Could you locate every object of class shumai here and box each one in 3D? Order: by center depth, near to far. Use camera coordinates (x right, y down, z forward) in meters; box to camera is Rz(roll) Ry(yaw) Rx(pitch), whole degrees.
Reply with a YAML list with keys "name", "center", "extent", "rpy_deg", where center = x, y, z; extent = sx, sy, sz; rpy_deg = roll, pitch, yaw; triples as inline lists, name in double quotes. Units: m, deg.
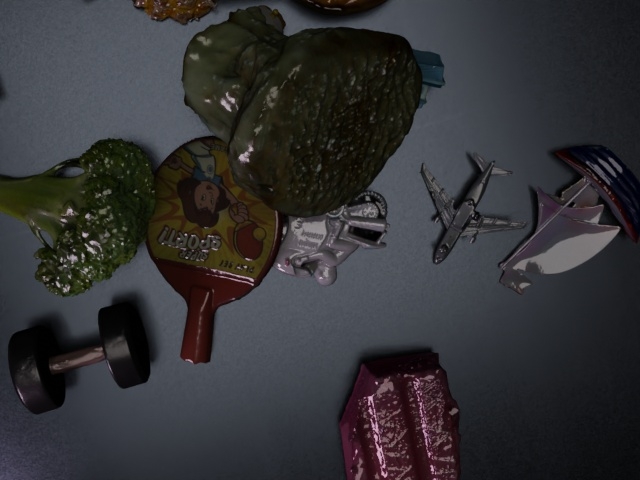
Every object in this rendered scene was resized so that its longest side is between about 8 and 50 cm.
- name: "shumai"
  center: [-0.054, -0.240, 1.461]
  extent: [0.323, 0.397, 0.324]
  rpy_deg: [36, 119, 30]

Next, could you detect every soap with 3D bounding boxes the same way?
- name: "soap"
  center: [0.151, 0.383, 1.653]
  extent: [0.220, 0.127, 0.325]
  rpy_deg: [-9, 97, -2]

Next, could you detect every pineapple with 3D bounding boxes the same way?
- name: "pineapple"
  center: [-0.259, -0.487, 1.560]
  extent: [0.224, 0.076, 0.225]
  rpy_deg: [-1, 97, -6]

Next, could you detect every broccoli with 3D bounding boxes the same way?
- name: "broccoli"
  center: [-0.420, -0.030, 1.561]
  extent: [0.302, 0.186, 0.254]
  rpy_deg: [-17, 79, 28]

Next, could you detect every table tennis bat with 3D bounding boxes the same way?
- name: "table tennis bat"
  center: [-0.202, 0.019, 1.599]
  extent: [0.268, 0.051, 0.415]
  rpy_deg: [11, 100, 16]

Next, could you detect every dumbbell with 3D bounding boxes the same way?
- name: "dumbbell"
  center: [-0.425, 0.207, 1.580]
  extent: [0.218, 0.152, 0.152]
  rpy_deg: [-16, 97, -2]

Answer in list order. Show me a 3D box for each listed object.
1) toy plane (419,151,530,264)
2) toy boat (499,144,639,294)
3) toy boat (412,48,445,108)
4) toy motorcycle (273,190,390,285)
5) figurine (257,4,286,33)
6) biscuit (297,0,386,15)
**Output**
- name: "toy plane"
  center: [0.269, -0.054, 1.651]
  extent: [0.226, 0.058, 0.226]
  rpy_deg: [30, 93, 9]
- name: "toy boat"
  center: [0.488, -0.021, 1.669]
  extent: [0.219, 0.072, 0.318]
  rpy_deg: [22, 97, -3]
- name: "toy boat"
  center: [0.102, -0.304, 1.596]
  extent: [0.237, 0.109, 0.098]
  rpy_deg: [11, 121, -10]
- name: "toy motorcycle"
  center: [0.000, 0.000, 1.616]
  extent: [0.260, 0.110, 0.171]
  rpy_deg: [-9, 102, -3]
- name: "figurine"
  center: [-0.128, -0.361, 1.589]
  extent: [0.143, 0.068, 0.101]
  rpy_deg: [-19, 102, 11]
- name: "biscuit"
  center: [0.037, -0.545, 1.561]
  extent: [0.296, 0.102, 0.296]
  rpy_deg: [-1, 99, -4]
